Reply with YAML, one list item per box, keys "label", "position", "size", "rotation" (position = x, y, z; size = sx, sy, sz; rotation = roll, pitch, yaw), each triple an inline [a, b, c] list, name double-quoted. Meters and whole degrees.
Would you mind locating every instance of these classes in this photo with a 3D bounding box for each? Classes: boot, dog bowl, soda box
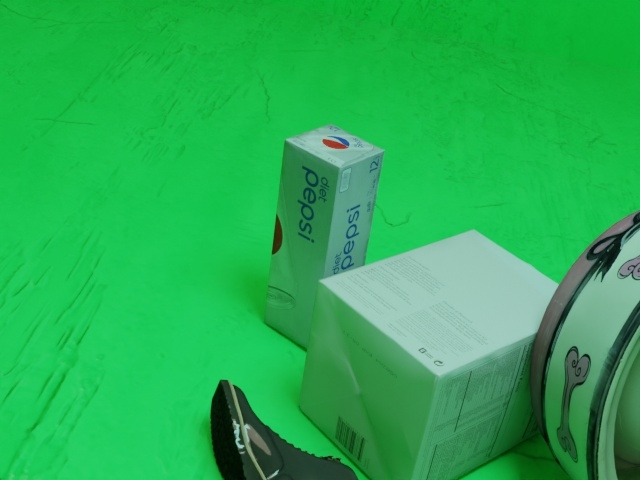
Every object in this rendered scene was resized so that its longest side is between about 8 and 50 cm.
- label: "boot"
  position: [-0.038, 0.239, 1.003]
  size: [0.137, 0.077, 0.198]
  rotation: [-1, 45, -26]
- label: "dog bowl"
  position: [0.410, 0.136, 1.000]
  size: [0.407, 0.408, 0.150]
  rotation: [-7, 21, -26]
- label: "soda box"
  position: [0.000, 0.000, 1.185]
  size: [0.098, 0.286, 0.091]
  rotation: [30, 38, 31]

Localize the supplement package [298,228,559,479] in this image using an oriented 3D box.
- label: "supplement package"
  position: [0.145, 0.141, 1.080]
  size: [0.262, 0.198, 0.199]
  rotation: [-16, 39, -36]
